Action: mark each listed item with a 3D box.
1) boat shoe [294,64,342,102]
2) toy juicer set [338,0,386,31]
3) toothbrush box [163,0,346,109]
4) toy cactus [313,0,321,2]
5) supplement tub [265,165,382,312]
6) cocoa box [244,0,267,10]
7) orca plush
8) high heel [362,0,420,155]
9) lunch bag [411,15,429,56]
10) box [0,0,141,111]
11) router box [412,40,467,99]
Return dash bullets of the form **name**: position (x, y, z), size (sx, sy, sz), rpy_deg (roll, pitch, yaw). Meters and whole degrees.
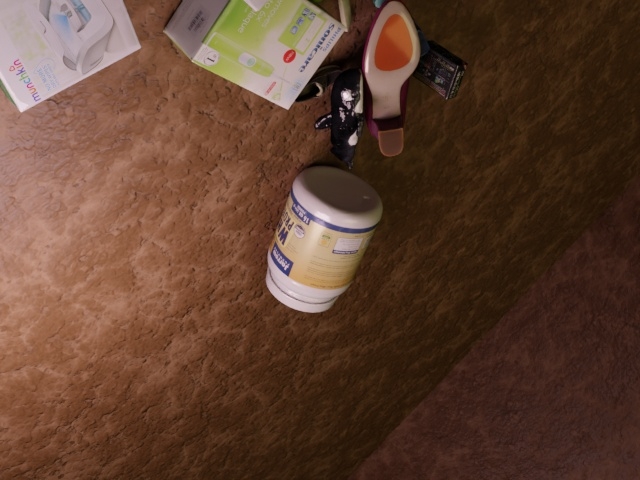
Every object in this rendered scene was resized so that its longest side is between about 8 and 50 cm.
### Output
- **boat shoe**: position (-0.010, -0.338, 1.800), size (0.152, 0.049, 0.056), rpy_deg (-29, 142, -19)
- **toy juicer set**: position (0.140, -0.582, 1.645), size (0.329, 0.089, 0.209), rpy_deg (-44, 146, 4)
- **toothbrush box**: position (-0.120, -0.403, 1.559), size (0.206, 0.122, 0.283), rpy_deg (-52, 146, 14)
- **toy cactus**: position (-0.027, -0.528, 1.482), size (0.180, 0.112, 0.219), rpy_deg (-63, 155, -52)
- **supplement tub**: position (0.000, 0.000, 2.024), size (0.228, 0.228, 0.316), rpy_deg (-8, 133, -39)
- **cocoa box**: position (-0.102, -0.591, 1.272), size (0.347, 0.228, 0.231), rpy_deg (-47, 146, 7)
- **orca plush**: position (0.032, -0.275, 1.872), size (0.102, 0.151, 0.287), rpy_deg (-4, 157, -7)
- **high heel**: position (0.145, -0.388, 1.848), size (0.127, 0.181, 0.377), rpy_deg (-2, 129, -5)
- **lunch bag**: position (0.198, -0.462, 1.856), size (0.067, 0.065, 0.098), rpy_deg (-29, 148, 9)
- **box**: position (-0.442, -0.376, 1.271), size (0.231, 0.127, 0.262), rpy_deg (-33, 146, -16)
- **router box**: position (0.284, -0.407, 1.949), size (0.038, 0.122, 0.092), rpy_deg (-20, 141, -37)
